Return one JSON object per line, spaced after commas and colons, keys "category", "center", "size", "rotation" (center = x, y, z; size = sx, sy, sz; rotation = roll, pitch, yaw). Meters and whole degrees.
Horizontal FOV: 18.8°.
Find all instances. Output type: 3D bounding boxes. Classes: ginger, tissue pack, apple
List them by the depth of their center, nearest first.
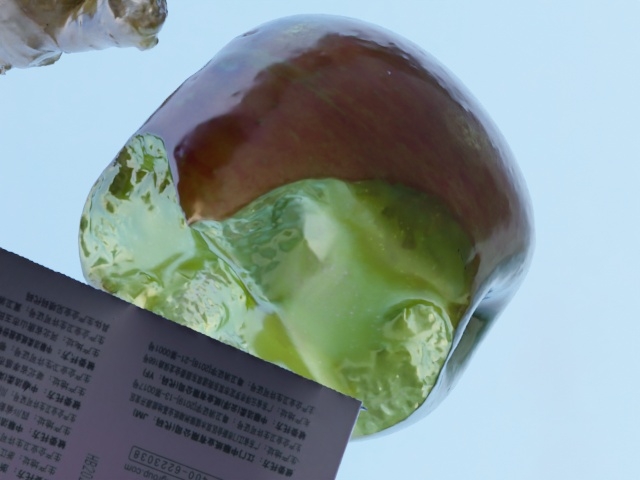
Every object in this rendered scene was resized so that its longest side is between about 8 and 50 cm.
{"category": "tissue pack", "center": [-0.129, 0.078, 0.664], "size": [0.246, 0.092, 0.148], "rotation": [25, -102, -20]}
{"category": "apple", "center": [0.000, 0.000, 1.110], "size": [0.246, 0.226, 0.246], "rotation": [-46, -9, -9]}
{"category": "ginger", "center": [-0.171, -0.162, 1.261], "size": [0.067, 0.165, 0.096], "rotation": [-27, -71, -59]}
